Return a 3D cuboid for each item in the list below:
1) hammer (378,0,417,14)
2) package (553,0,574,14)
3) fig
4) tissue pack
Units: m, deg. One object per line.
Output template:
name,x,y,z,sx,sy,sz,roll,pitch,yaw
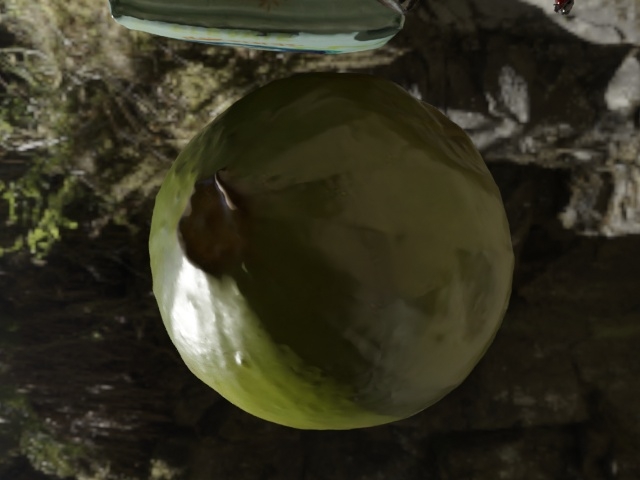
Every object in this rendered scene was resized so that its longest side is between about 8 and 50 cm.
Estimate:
hammer,0.114,-0.170,0.351,0.095,0.242,0.409,38,-167,-24
package,0.351,-0.378,1.083,0.194,0.071,0.269,-61,-3,-29
fig,-0.001,0.011,0.841,0.343,0.343,0.344,2,-90,-73
tissue pack,-0.050,-0.287,1.032,0.388,0.287,0.162,-81,-6,-80
